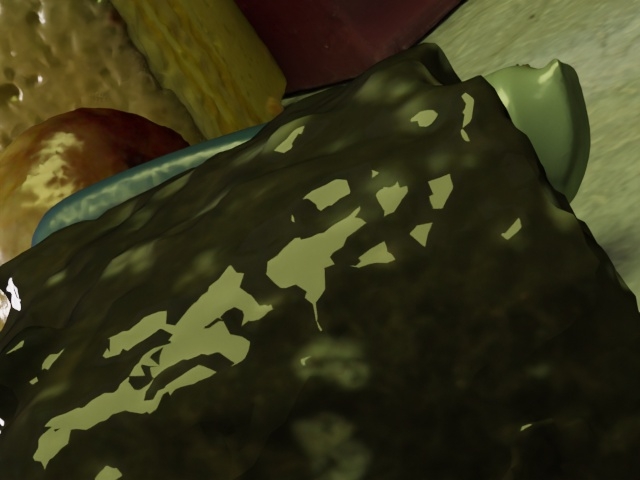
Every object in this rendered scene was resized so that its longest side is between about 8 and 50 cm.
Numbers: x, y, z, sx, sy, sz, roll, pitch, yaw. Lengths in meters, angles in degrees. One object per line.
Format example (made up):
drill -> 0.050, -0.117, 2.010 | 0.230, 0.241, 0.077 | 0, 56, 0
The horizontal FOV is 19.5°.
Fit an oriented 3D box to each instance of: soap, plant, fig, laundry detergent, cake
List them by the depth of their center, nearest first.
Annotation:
plant -> -0.036, 0.095, 0.610 | 0.312, 0.213, 0.215 | -29, 21, 4
laundry detergent -> 0.000, 0.000, 0.908 | 0.290, 0.143, 0.094 | -24, -12, 24
fig -> -0.163, 0.042, 1.110 | 0.257, 0.159, 0.159 | -44, 11, 28
cake -> -0.170, -0.130, 1.378 | 0.222, 0.227, 0.286 | -25, 19, 22
soap -> 0.056, -0.267, 1.532 | 0.233, 0.128, 0.359 | -5, 32, 51

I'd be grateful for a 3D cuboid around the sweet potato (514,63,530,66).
sweet potato -> 0.092, -0.042, 1.019 | 0.202, 0.058, 0.055 | -60, -11, -62
